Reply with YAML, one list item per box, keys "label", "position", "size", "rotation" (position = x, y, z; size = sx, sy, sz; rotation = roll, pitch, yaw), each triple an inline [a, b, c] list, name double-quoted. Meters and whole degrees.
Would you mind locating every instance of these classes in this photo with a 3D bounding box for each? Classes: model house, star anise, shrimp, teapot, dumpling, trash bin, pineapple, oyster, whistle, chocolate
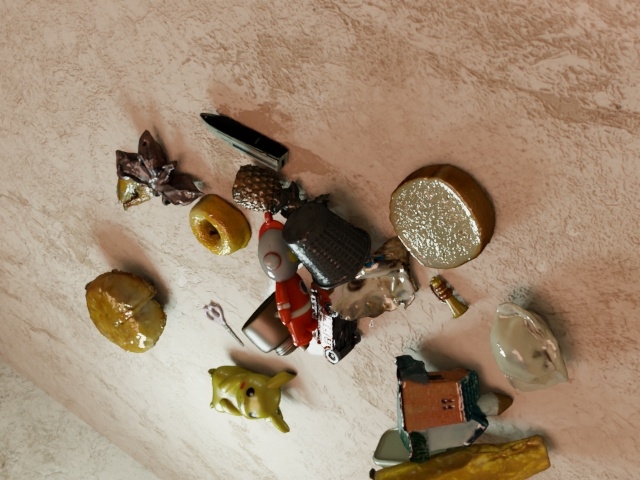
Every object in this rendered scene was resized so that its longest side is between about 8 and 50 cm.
- label: "model house"
  position: [0.335, 0.417, 1.631]
  size: [0.291, 0.184, 0.253]
  rotation: [-5, 99, 7]
- label: "star anise"
  position: [-0.462, -0.181, 1.807]
  size: [0.257, 0.110, 0.198]
  rotation: [46, 140, -11]
- label: "shrimp"
  position: [-0.573, -0.148, 1.971]
  size: [0.115, 0.051, 0.217]
  rotation: [42, 137, 0]
- label: "teapot"
  position: [-0.097, 0.241, 1.792]
  size: [0.175, 0.185, 0.268]
  rotation: [42, 164, -6]
- label: "dumpling"
  position: [0.447, 0.232, 1.387]
  size: [0.162, 0.132, 0.250]
  rotation: [5, 126, 41]
- label: "trash bin"
  position: [0.000, 0.000, 1.484]
  size: [0.175, 0.175, 0.161]
  rotation: [-13, 137, 44]
- label: "pineapple"
  position: [-0.095, -0.101, 1.587]
  size: [0.251, 0.125, 0.125]
  rotation: [20, 135, 11]
- label: "oyster"
  position: [0.121, 0.104, 1.552]
  size: [0.223, 0.083, 0.214]
  rotation: [-12, 130, 3]
- label: "whistle"
  position: [0.296, 0.129, 1.508]
  size: [0.046, 0.057, 0.109]
  rotation: [-39, 85, 5]
- label: "chocolate"
  position: [0.351, 0.587, 1.621]
  size: [0.446, 0.162, 0.162]
  rotation: [-22, 112, 9]

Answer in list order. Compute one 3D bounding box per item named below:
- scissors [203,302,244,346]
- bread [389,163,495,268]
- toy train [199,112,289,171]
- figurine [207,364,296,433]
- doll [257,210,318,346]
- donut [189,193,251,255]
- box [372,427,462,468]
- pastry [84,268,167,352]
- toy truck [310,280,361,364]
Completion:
- label: "scissors"
  position: [-0.318, 0.286, 2.150]
  size: [0.189, 0.015, 0.100]
  rotation: [49, 141, -8]
- label: "bread"
  position: [0.254, -0.048, 1.360]
  size: [0.236, 0.070, 0.236]
  rotation: [23, 134, 25]
- label: "toy train"
  position: [-0.194, -0.247, 1.576]
  size: [0.252, 0.055, 0.048]
  rotation: [30, 146, 17]
- label: "figurine"
  position: [-0.234, 0.524, 2.157]
  size: [0.327, 0.169, 0.218]
  rotation: [6, 104, 43]
- label: "doll"
  position: [-0.079, 0.086, 1.583]
  size: [0.105, 0.200, 0.336]
  rotation: [-14, 103, 16]
- label: "donut"
  position: [-0.292, -0.036, 1.812]
  size: [0.190, 0.074, 0.174]
  rotation: [46, 140, -1]
- label: "box"
  position: [0.309, 0.640, 1.852]
  size: [0.274, 0.138, 0.178]
  rotation: [-13, 123, 45]
- label: "pastry"
  position: [-0.672, 0.236, 2.265]
  size: [0.284, 0.184, 0.315]
  rotation: [-32, 99, 42]
- label: "toy truck"
  position: [0.037, 0.206, 1.720]
  size: [0.114, 0.107, 0.252]
  rotation: [27, 135, 32]
